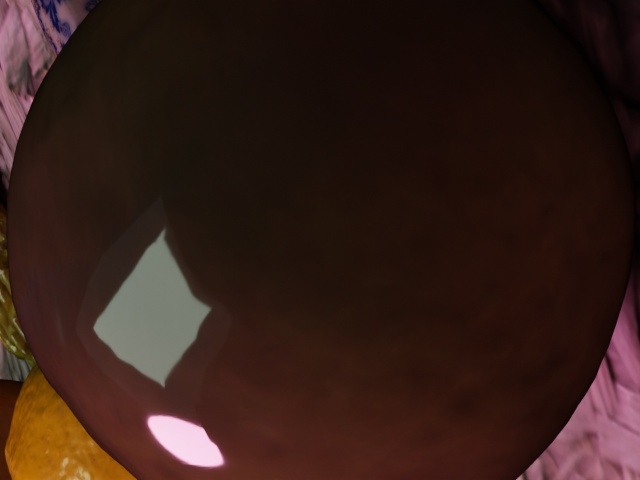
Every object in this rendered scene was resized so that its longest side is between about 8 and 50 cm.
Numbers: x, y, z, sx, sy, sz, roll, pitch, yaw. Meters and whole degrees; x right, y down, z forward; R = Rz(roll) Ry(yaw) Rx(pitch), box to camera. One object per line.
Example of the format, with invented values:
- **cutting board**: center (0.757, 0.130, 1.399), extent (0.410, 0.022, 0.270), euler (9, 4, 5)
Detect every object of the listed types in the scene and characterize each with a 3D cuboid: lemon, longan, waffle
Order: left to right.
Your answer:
- **waffle**: center (-0.345, 0.009, 2.074), extent (0.291, 0.051, 0.291), euler (51, 155, 35)
- **lemon**: center (-0.139, 0.159, 1.529), extent (0.260, 0.204, 0.204), euler (14, 123, 61)
- **longan**: center (0.000, 0.000, 0.956), extent (0.319, 0.319, 0.319), euler (50, 152, 39)

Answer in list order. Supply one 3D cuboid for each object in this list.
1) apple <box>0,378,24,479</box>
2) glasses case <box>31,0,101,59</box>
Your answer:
- **apple**: center (-0.308, 0.292, 1.872), extent (0.305, 0.338, 0.338), euler (-4, 111, 31)
- **glasses case**: center (-0.160, -0.141, 1.475), extent (0.248, 0.065, 0.087), euler (62, 155, 18)
